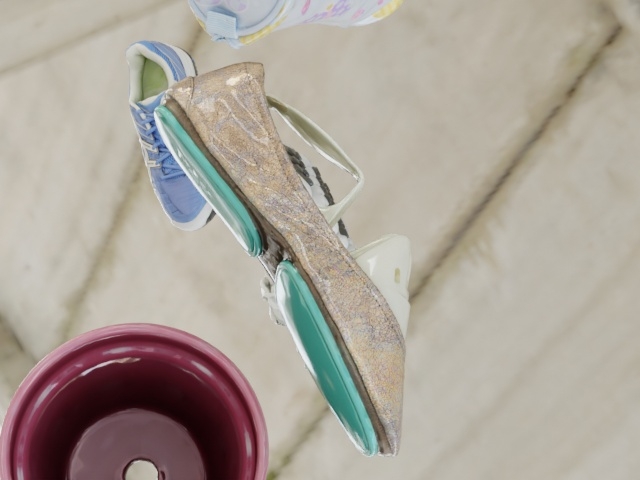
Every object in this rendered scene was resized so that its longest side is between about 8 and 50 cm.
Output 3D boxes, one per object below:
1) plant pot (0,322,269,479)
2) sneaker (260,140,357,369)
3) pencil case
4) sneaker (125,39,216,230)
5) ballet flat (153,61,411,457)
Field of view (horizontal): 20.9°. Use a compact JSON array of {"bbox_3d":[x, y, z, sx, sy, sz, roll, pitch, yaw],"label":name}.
[{"bbox_3d":[-0.146,0.179,1.365,0.201,0.201,0.180,55,-13,9],"label":"plant pot"},{"bbox_3d":[-0.015,0.026,1.788,0.110,0.118,0.292,-107,172,-55],"label":"sneaker"},{"bbox_3d":[-0.014,-0.242,1.542,0.113,0.273,0.124,4,-77,27],"label":"pencil case"},{"bbox_3d":[-0.160,-0.109,1.778,0.080,0.081,0.211,-23,-109,19],"label":"sneaker"},{"bbox_3d":[0.000,0.000,1.230,0.316,0.106,0.107,58,-15,12],"label":"ballet flat"}]
